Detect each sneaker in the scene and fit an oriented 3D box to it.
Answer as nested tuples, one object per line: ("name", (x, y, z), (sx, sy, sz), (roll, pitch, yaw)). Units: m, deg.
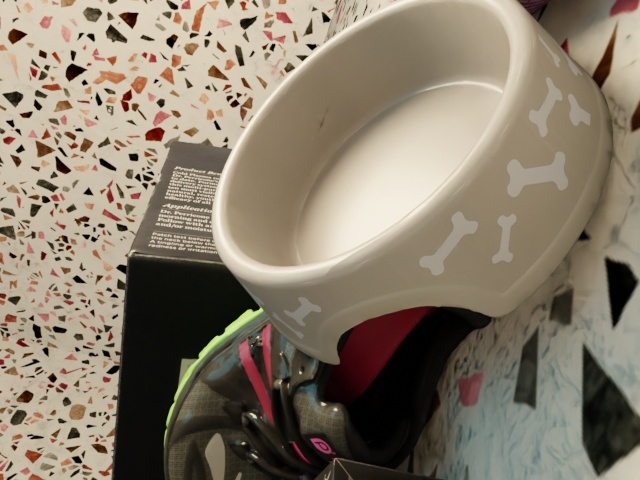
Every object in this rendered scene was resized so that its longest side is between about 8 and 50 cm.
("sneaker", (-0.018, 0.163, 0.575), (0.482, 0.185, 0.202), (-55, 25, 21))

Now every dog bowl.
("dog bowl", (0.049, -0.072, 0.485), (0.349, 0.102, 0.348), (-26, 42, 27))

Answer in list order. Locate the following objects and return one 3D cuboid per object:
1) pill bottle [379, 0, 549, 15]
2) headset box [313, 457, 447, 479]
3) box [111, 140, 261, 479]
("pill bottle", (0.170, -0.290, 0.485), (0.301, 0.169, 0.169), (165, 120, -77))
("headset box", (0.005, 0.351, 0.486), (0.293, 0.110, 0.218), (117, 164, -45))
("box", (-0.162, 0.137, 0.971), (0.471, 0.298, 0.479), (-103, 24, -64))
